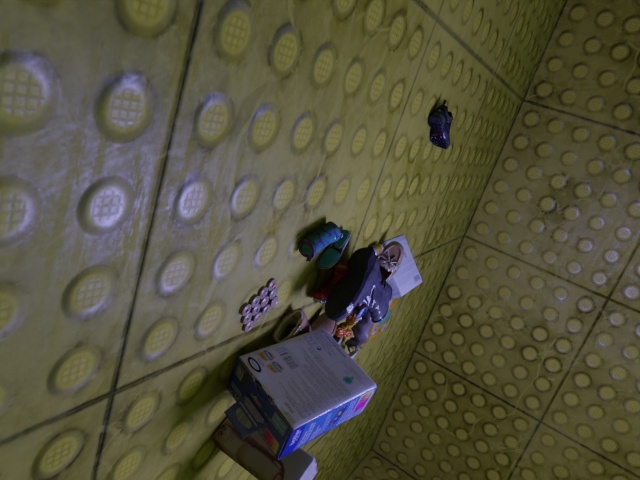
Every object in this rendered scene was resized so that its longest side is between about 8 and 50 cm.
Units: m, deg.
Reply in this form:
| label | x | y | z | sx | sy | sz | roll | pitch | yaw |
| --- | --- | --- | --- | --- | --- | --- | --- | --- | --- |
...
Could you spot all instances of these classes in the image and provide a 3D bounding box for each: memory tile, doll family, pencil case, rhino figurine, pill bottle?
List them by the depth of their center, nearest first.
| label | x | y | z | sx | sy | sz | roll | pitch | yaw |
| --- | --- | --- | --- | --- | --- | --- | --- | --- | --- |
| memory tile | -0.168 | 0.181 | 1.376 | 0.148 | 0.012 | 0.113 | -44 | 150 | -37 |
| pencil case | 0.000 | 0.000 | 1.465 | 0.151 | 0.064 | 0.070 | -34 | 126 | -47 |
| doll family | 0.122 | 0.281 | 1.834 | 0.263 | 0.118 | 0.163 | -47 | 167 | 33 |
| pill bottle | 0.221 | 0.038 | 1.970 | 0.083 | 0.043 | 0.043 | -26 | 136 | -54 |
| rhino figurine | 0.166 | 0.386 | 2.135 | 0.073 | 0.106 | 0.243 | -12 | 124 | -60 |

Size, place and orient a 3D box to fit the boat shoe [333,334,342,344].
| label | x | y | z | sx | sy | sz | roll | pitch | yaw |
| --- | --- | --- | --- | --- | --- | --- | --- | --- | --- |
| boat shoe | 0.042 | 0.418 | 1.991 | 0.152 | 0.056 | 0.049 | -50 | 147 | -52 |

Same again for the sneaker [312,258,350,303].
| label | x | y | z | sx | sy | sz | roll | pitch | yaw |
| --- | --- | --- | --- | --- | --- | --- | --- | --- | --- |
| sneaker | 0.058 | 0.135 | 1.714 | 0.279 | 0.107 | 0.118 | -31 | 122 | -55 |

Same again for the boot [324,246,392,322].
| label | x | y | z | sx | sy | sz | roll | pitch | yaw |
| --- | --- | --- | --- | --- | --- | --- | --- | --- | --- |
| boot | 0.151 | 0.198 | 1.649 | 0.338 | 0.118 | 0.223 | -53 | 125 | -41 |

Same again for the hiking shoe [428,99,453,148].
| label | x | y | z | sx | sy | sz | roll | pitch | yaw |
| --- | --- | --- | --- | --- | --- | --- | --- | --- | --- |
| hiking shoe | 0.496 | -0.455 | 1.971 | 0.114 | 0.086 | 0.227 | -55 | 154 | -9 |

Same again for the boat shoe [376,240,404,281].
| label | x | y | z | sx | sy | sz | roll | pitch | yaw |
| --- | --- | --- | --- | --- | --- | --- | --- | --- | --- |
| boat shoe | 0.248 | 0.131 | 2.008 | 0.285 | 0.104 | 0.089 | -59 | 172 | 4 |

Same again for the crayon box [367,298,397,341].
| label | x | y | z | sx | sy | sz | roll | pitch | yaw |
| --- | --- | --- | --- | --- | --- | --- | --- | --- | --- |
| crayon box | 0.283 | 0.292 | 2.302 | 0.203 | 0.083 | 0.323 | -11 | 123 | -60 |

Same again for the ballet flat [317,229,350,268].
| label | x | y | z | sx | sy | sz | roll | pitch | yaw |
| --- | --- | --- | --- | --- | --- | --- | --- | --- | --- |
| ballet flat | 0.049 | 0.038 | 1.617 | 0.168 | 0.057 | 0.052 | -52 | 163 | -23 |

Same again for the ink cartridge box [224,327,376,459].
| label | x | y | z | sx | sy | sz | roll | pitch | yaw |
| --- | --- | --- | --- | --- | --- | --- | --- | --- | --- |
| ink cartridge box | -0.077 | 0.432 | 1.422 | 0.395 | 0.270 | 0.151 | -9 | 132 | -43 |

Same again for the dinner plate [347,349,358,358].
| label | x | y | z | sx | sy | sz | roll | pitch | yaw |
| --- | --- | --- | --- | --- | --- | --- | --- | --- | --- |
| dinner plate | 0.111 | 0.529 | 2.188 | 0.141 | 0.017 | 0.141 | -32 | 177 | -2 |

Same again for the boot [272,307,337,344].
| label | x | y | z | sx | sy | sz | roll | pitch | yaw |
| --- | --- | --- | --- | --- | --- | --- | --- | --- | --- |
| boot | -0.041 | 0.294 | 1.654 | 0.236 | 0.089 | 0.269 | -54 | 153 | -21 |

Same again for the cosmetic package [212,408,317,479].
| label | x | y | z | sx | sy | sz | roll | pitch | yaw |
| --- | --- | --- | --- | --- | --- | --- | --- | --- | --- |
| cosmetic package | -0.167 | 0.652 | 1.503 | 0.129 | 0.296 | 0.153 | -49 | 152 | -31 |

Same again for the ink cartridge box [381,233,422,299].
| label | x | y | z | sx | sy | sz | roll | pitch | yaw |
| --- | --- | --- | --- | --- | --- | --- | --- | --- | --- |
| ink cartridge box | 0.341 | 0.110 | 2.176 | 0.275 | 0.060 | 0.239 | -16 | 84 | -59 |
